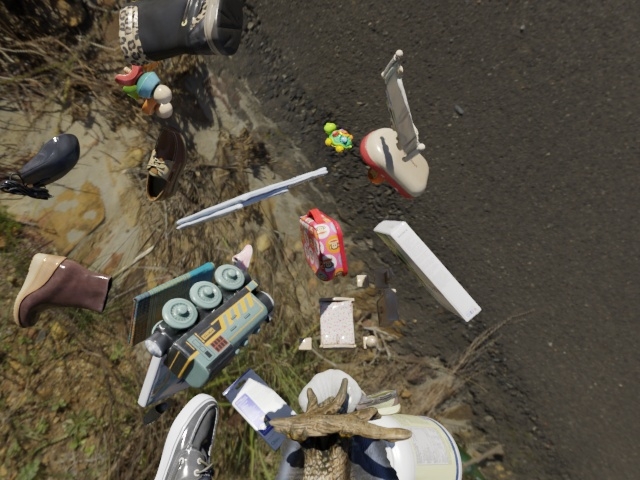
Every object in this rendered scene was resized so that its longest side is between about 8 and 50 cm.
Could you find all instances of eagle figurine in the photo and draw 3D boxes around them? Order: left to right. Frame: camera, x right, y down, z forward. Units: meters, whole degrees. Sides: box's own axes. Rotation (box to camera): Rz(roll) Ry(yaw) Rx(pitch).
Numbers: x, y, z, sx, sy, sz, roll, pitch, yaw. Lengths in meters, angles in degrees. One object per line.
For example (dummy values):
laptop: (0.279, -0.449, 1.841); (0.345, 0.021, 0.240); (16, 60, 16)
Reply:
eagle figurine: (0.013, 0.375, 0.653); (0.225, 0.226, 0.298); (-22, 117, -29)

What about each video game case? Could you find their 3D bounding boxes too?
video game case: (-0.448, 0.371, 1.474); (0.036, 0.300, 0.328); (26, 102, 23)

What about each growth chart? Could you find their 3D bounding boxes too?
growth chart: (0.187, -0.300, 1.012); (0.021, 0.172, 0.237); (-18, 100, -4)

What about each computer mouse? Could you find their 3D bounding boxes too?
computer mouse: (-0.887, -0.232, 1.431); (0.072, 0.188, 0.272); (43, 93, 9)

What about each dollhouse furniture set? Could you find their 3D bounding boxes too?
dollhouse furniture set: (0.096, 0.246, 1.625); (0.356, 0.173, 0.302); (-1, 68, -3)

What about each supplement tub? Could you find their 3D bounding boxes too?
supplement tub: (0.179, 0.561, 1.094); (0.325, 0.235, 0.235); (24, 93, -40)

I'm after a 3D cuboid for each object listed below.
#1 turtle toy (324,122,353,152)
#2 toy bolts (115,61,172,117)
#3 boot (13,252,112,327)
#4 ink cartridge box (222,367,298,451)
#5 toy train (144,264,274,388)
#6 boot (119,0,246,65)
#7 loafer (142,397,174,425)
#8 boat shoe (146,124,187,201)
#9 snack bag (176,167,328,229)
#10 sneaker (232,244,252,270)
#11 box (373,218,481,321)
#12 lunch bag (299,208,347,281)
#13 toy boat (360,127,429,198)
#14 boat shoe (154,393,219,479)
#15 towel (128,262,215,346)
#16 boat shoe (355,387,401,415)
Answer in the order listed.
turtle toy: (0.065, -0.381, 1.596); (0.130, 0.095, 0.066); (36, 125, 14)
toy bolts: (-0.535, -0.515, 1.417); (0.159, 0.228, 0.218); (35, 94, -14)
boot: (-0.712, 0.169, 1.202); (0.207, 0.090, 0.248); (23, 107, -11)
ink cartridge box: (-0.248, 0.721, 1.858); (0.333, 0.065, 0.165); (39, 62, 22)
toy train: (-0.251, 0.195, 1.047); (0.190, 0.334, 0.142); (43, 127, 5)
boot: (-0.326, -0.592, 1.063); (0.285, 0.138, 0.376); (-4, 71, 18)
loafer: (-0.688, 0.717, 1.822); (0.148, 0.050, 0.056); (-42, 76, -9)
boat shoe: (-0.604, -0.280, 1.678); (0.123, 0.120, 0.323); (27, 125, 7)
snack bag: (-0.191, -0.116, 1.227); (0.343, 0.323, 0.037); (-28, 101, -46)
sneaker: (-0.343, 0.065, 1.895); (0.070, 0.051, 0.134); (32, 48, -33)
box: (0.295, 0.075, 1.245); (0.058, 0.232, 0.322); (-41, 96, 0)
lunch bag: (0.000, 0.000, 1.672); (0.120, 0.293, 0.257); (-16, 109, -13)
toy boat: (0.198, -0.214, 1.270); (0.231, 0.151, 0.150); (39, 52, -25)
boat shoe: (-0.187, 0.335, 0.607); (0.080, 0.076, 0.228); (62, 41, -45)
towel: (-0.588, 0.246, 1.730); (0.370, 0.040, 0.271); (-27, 146, -51)
boat shoe: (0.078, 0.311, 0.829); (0.153, 0.056, 0.049); (-1, 78, -16)
